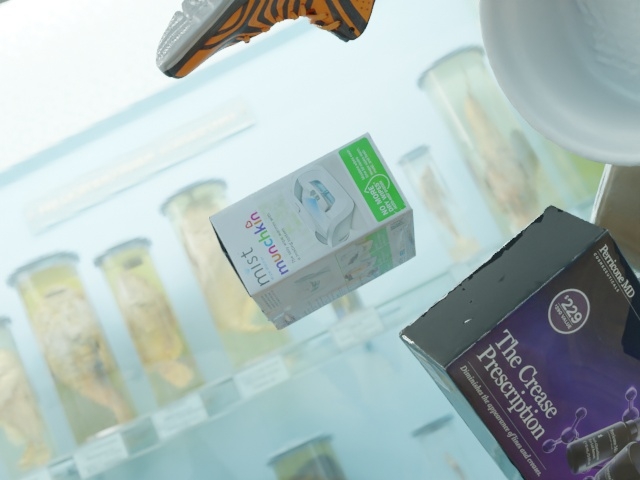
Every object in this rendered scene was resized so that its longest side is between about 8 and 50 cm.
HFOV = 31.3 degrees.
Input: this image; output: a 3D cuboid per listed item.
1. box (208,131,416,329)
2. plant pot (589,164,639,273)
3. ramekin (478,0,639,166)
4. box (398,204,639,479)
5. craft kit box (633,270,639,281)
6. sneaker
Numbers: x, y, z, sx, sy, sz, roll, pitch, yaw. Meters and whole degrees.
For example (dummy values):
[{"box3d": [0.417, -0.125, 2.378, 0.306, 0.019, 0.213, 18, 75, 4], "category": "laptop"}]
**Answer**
[{"box3d": [0.000, 0.000, 1.515, 0.231, 0.126, 0.262, -28, -14, -1], "category": "box"}, {"box3d": [0.450, -0.039, 1.365, 0.229, 0.263, 0.263, 17, -16, 10], "category": "plant pot"}, {"box3d": [0.297, -0.217, 1.042, 0.135, 0.277, 0.277, -26, -13, -46], "category": "ramekin"}, {"box3d": [0.223, 0.130, 1.020, 0.184, 0.261, 0.103, -41, 24, -8], "category": "box"}, {"box3d": [0.554, 0.046, 1.891, 0.250, 0.061, 0.247, 0, -17, -46], "category": "craft kit box"}, {"box3d": [-0.047, -0.284, 1.426, 0.321, 0.124, 0.180, -42, -60, 10], "category": "sneaker"}]
